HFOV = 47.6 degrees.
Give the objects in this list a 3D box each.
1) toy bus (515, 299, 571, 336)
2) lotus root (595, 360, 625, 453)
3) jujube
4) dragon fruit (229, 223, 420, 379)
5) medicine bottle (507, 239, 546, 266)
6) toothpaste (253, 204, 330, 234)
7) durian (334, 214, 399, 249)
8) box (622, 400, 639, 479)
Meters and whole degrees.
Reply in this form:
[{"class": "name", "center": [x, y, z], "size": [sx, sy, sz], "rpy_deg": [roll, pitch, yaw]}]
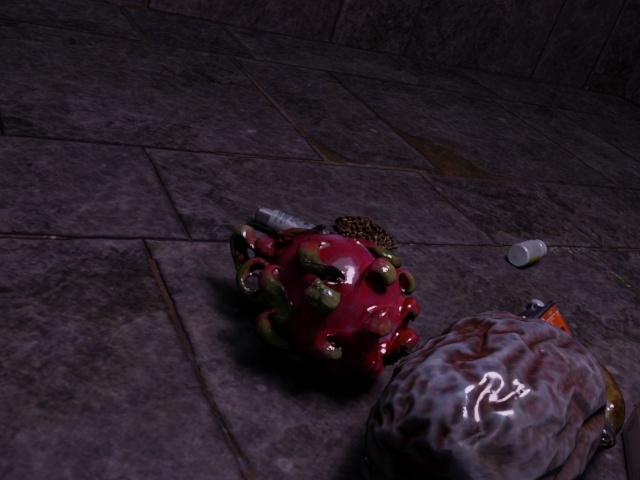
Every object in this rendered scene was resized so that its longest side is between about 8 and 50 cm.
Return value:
[{"class": "toy bus", "center": [0.262, 0.147, 1.011], "size": [0.079, 0.174, 0.077], "rpy_deg": [-29, 84, -42]}, {"class": "lotus root", "center": [0.345, 0.217, 0.986], "size": [0.120, 0.120, 0.209], "rpy_deg": [16, 24, -6]}, {"class": "jujube", "center": [0.187, 0.200, 0.820], "size": [0.226, 0.226, 0.317], "rpy_deg": [36, 37, 29]}, {"class": "dragon fruit", "center": [0.002, 0.074, 0.972], "size": [0.218, 0.198, 0.273], "rpy_deg": [-32, 26, -22]}, {"class": "medicine bottle", "center": [0.414, 0.024, 1.449], "size": [0.083, 0.047, 0.047], "rpy_deg": [-11, 40, -45]}, {"class": "toothpaste", "center": [0.000, 0.000, 1.243], "size": [0.239, 0.039, 0.062], "rpy_deg": [23, 32, 3]}, {"class": "durian", "center": [0.084, -0.008, 1.327], "size": [0.130, 0.052, 0.066], "rpy_deg": [22, -11, -1]}, {"class": "box", "center": [0.529, 0.317, 0.923], "size": [0.252, 0.106, 0.203], "rpy_deg": [22, 27, 7]}]
